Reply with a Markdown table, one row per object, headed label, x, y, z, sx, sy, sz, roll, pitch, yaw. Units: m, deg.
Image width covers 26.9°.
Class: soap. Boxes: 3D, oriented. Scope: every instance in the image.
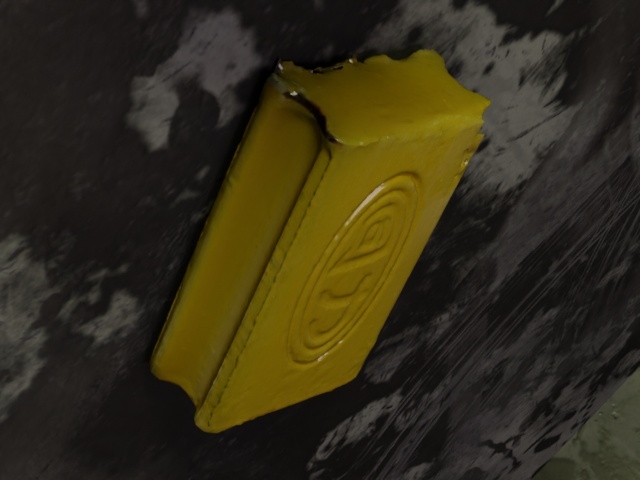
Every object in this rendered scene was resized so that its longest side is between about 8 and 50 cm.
| label | x | y | z | sx | sy | sz | roll | pitch | yaw |
| --- | --- | --- | --- | --- | --- | --- | --- | --- | --- |
| soap | 0.000 | -0.001 | 1.104 | 0.204 | 0.096 | 0.324 | -16 | 142 | -44 |
